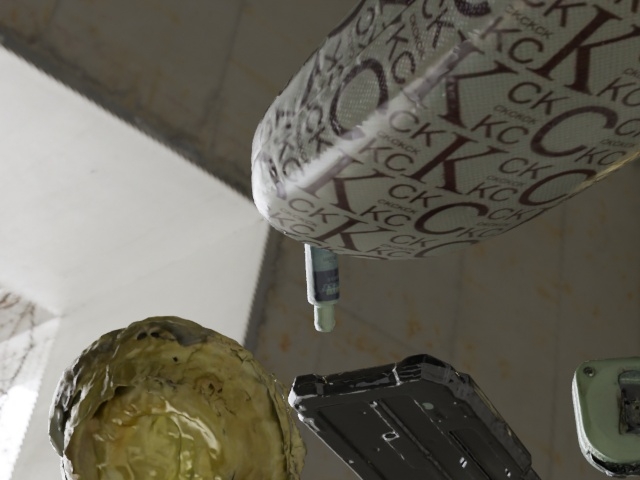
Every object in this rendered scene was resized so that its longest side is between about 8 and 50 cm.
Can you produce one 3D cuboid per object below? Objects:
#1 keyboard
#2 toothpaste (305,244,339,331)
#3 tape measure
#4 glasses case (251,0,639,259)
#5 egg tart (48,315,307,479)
[{"bbox_3d":[0.085,0.146,0.630,0.262,0.106,0.016,51,-141,-37],"label":"keyboard"},{"bbox_3d":[0.000,0.000,1.254,0.062,0.037,0.216,-19,-70,-53],"label":"toothpaste"},{"bbox_3d":[0.539,0.285,1.785,0.115,0.235,0.207,74,-167,-57],"label":"tape measure"},{"bbox_3d":[0.102,-0.087,0.446,0.137,0.354,0.085,14,-123,-33],"label":"glasses case"},{"bbox_3d":[-0.155,0.214,1.105,0.279,0.278,0.095,64,-162,-3],"label":"egg tart"}]
